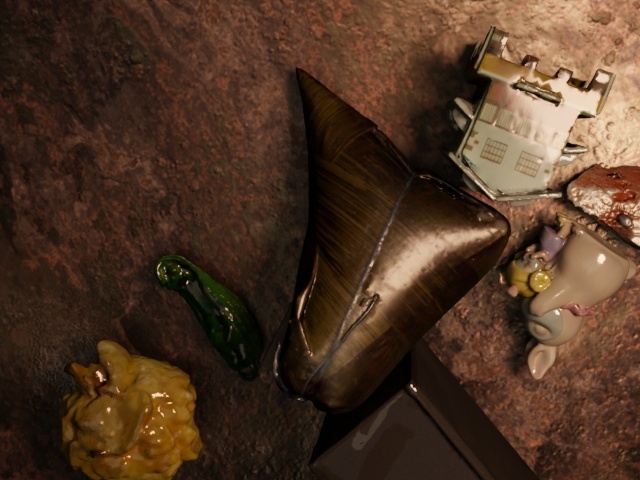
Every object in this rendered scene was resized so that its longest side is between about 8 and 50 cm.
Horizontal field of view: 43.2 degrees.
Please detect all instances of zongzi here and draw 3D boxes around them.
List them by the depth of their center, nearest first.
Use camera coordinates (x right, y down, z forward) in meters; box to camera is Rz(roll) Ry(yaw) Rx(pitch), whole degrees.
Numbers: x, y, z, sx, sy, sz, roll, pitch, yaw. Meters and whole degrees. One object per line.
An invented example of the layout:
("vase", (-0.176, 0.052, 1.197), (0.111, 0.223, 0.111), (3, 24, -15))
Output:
("zongzi", (0.000, 0.000, 1.214), (0.432, 0.208, 0.403), (43, 82, 7))

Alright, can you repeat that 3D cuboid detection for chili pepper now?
("chili pepper", (-0.177, 0.125, 1.353), (0.100, 0.074, 0.257), (-38, 90, 15))

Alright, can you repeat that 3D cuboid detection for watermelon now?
("watermelon", (0.491, -0.048, 1.233), (0.241, 0.094, 0.154), (19, 95, 6))

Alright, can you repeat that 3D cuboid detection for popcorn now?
("popcorn", (-0.324, 0.296, 1.339), (0.233, 0.192, 0.266), (-27, 101, 10))

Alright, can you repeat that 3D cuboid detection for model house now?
("model house", (0.277, -0.166, 1.164), (0.198, 0.224, 0.215), (23, 99, 0))

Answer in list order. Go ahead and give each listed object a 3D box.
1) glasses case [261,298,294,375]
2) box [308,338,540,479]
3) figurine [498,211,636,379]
("glasses case", (-0.024, 0.132, 1.344), (0.070, 0.047, 0.205), (28, 103, 2))
("box", (0.172, 0.359, 1.258), (0.204, 0.251, 0.345), (-39, 94, 13))
("figurine", (0.356, 0.089, 1.250), (0.155, 0.127, 0.236), (29, 107, -18))
